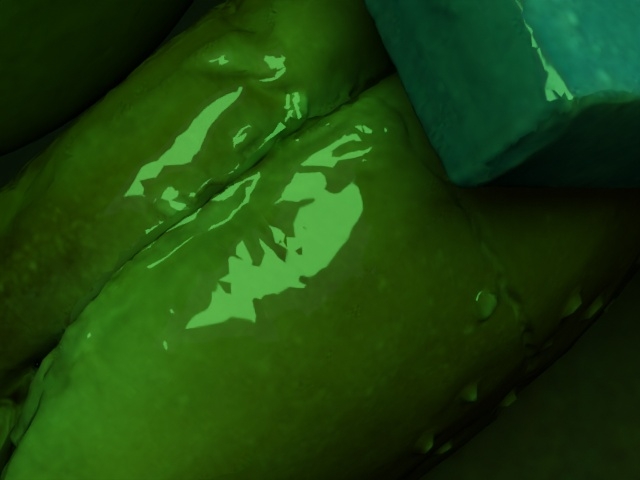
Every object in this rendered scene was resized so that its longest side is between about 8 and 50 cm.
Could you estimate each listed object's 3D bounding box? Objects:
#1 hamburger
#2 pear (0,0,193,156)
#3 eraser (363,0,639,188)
[{"bbox_3d":[0.000,0.000,0.469,0.283,0.156,0.144,-39,83,-20],"label":"hamburger"},{"bbox_3d":[-0.174,-0.142,0.480,0.336,0.285,0.284,-13,67,35],"label":"pear"},{"bbox_3d":[0.130,-0.081,0.468,0.312,0.042,0.144,-1,60,-41],"label":"eraser"}]
